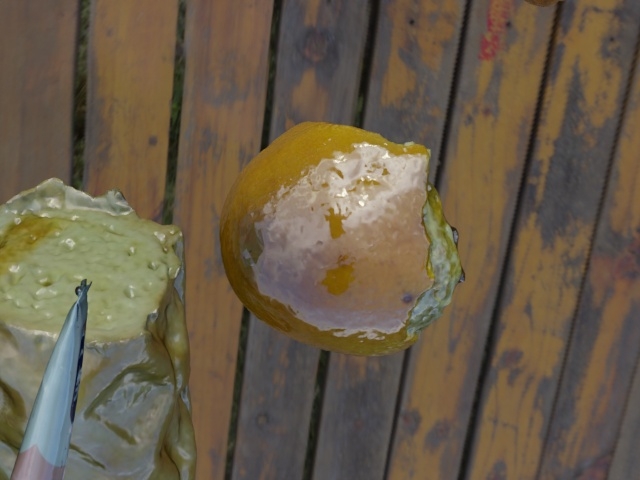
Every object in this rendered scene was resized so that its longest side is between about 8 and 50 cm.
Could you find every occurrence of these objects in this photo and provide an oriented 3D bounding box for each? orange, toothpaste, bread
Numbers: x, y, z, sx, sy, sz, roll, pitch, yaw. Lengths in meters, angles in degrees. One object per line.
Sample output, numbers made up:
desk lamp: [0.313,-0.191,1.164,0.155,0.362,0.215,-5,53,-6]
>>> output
orange: [0.000,0.000,0.643,0.112,0.160,0.170,-13,157,-32]
toothpaste: [-0.181,0.128,0.701,0.036,0.056,0.205,14,92,-10]
bread: [-0.200,0.114,0.877,0.196,0.238,0.252,1,124,-7]

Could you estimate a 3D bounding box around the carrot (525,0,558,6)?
carrot: [0.207,-0.233,0.650,0.256,0.061,0.061,-40,108,12]
